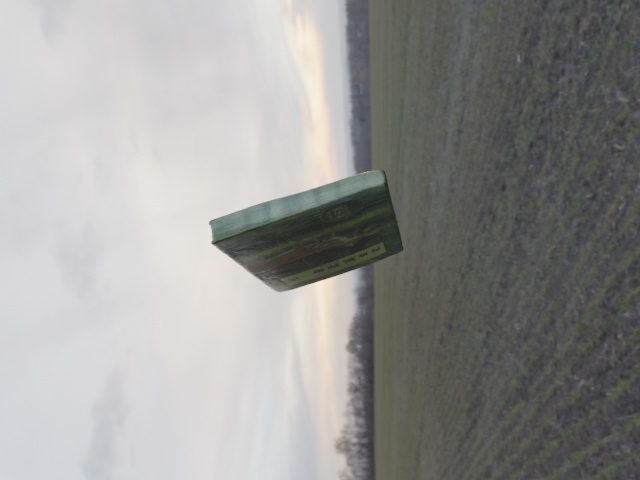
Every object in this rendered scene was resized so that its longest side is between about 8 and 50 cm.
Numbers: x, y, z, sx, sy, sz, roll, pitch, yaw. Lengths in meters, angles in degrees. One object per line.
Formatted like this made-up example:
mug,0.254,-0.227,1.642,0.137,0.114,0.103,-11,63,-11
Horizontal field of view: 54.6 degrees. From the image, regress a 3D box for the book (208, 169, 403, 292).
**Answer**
book,0.000,0.000,0.627,0.228,0.160,0.024,57,-164,-70
